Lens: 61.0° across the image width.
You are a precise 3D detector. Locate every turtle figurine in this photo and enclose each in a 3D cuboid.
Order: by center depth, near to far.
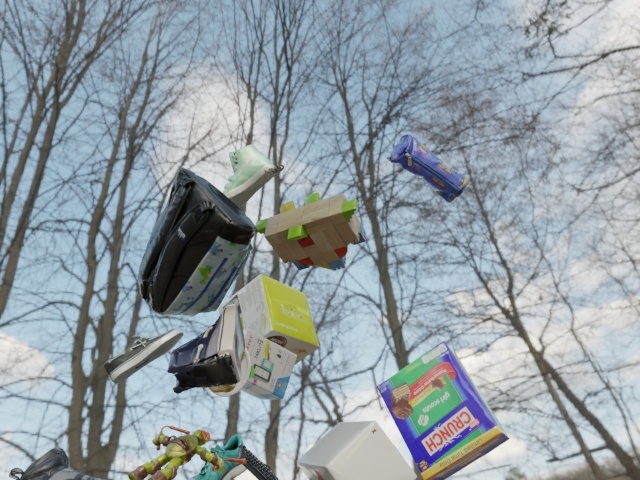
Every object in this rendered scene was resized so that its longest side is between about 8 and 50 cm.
[{"bbox_3d":[-0.333,0.521,1.308,0.269,0.217,0.087,13,-66,27],"label":"turtle figurine"}]

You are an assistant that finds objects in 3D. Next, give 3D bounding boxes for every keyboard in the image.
[{"bbox_3d":[-0.157,0.628,1.485,0.023,0.108,0.180,-42,-80,-3],"label":"keyboard"}]

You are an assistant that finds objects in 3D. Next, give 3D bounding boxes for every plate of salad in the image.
[{"bbox_3d":[-0.335,0.444,1.908,0.199,0.200,0.048,-24,-26,18],"label":"plate of salad"}]

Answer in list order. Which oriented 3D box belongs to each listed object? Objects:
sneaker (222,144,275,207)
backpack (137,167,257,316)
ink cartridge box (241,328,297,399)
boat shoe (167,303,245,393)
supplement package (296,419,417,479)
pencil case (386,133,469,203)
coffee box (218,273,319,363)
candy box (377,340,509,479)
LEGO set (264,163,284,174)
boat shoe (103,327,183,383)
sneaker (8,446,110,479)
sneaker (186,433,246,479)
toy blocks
[{"bbox_3d":[-0.283,-0.206,1.804,0.255,0.151,0.094,-38,-20,-1],"label":"sneaker"},{"bbox_3d":[-0.337,0.041,1.438,0.356,0.290,0.273,-52,-33,5],"label":"backpack"},{"bbox_3d":[-0.281,0.522,2.278,0.270,0.198,0.197,34,-32,-26],"label":"ink cartridge box"},{"bbox_3d":[-0.274,0.254,1.328,0.158,0.340,0.127,-11,-79,-3],"label":"boat shoe"},{"bbox_3d":[0.085,0.604,1.440,0.175,0.178,0.293,-34,-7,-25],"label":"supplement package"},{"bbox_3d":[0.392,-0.258,1.972,0.306,0.133,0.119,34,-70,-11],"label":"pencil case"},{"bbox_3d":[-0.260,0.433,2.725,0.334,0.338,0.337,-38,-44,24],"label":"coffee box"},{"bbox_3d":[0.360,0.515,1.637,0.268,0.317,0.122,-37,-38,11],"label":"candy box"},{"bbox_3d":[-0.132,-0.209,1.624,0.054,0.024,0.083,-22,9,-19],"label":"LEGO set"},{"bbox_3d":[-0.677,0.415,2.081,0.306,0.105,0.113,-36,-20,-15],"label":"boat shoe"},{"bbox_3d":[-0.490,0.498,1.110,0.268,0.153,0.101,15,-75,-39],"label":"sneaker"},{"bbox_3d":[-0.318,0.669,1.614,0.106,0.110,0.275,-2,6,27],"label":"sneaker"},{"bbox_3d":[0.000,0.000,1.870,0.381,0.191,0.261,-17,-49,21],"label":"toy blocks"}]
